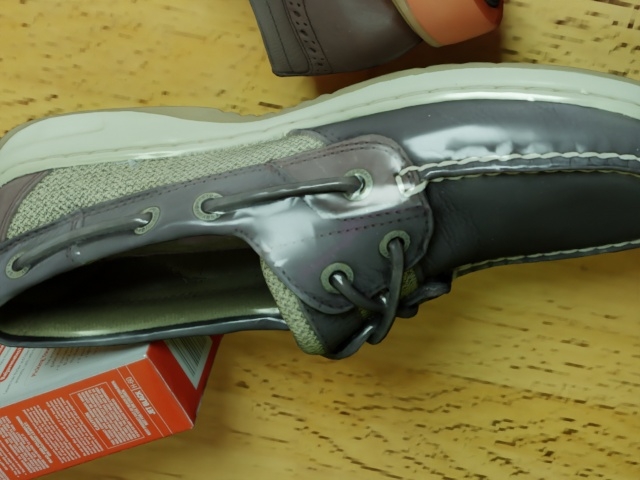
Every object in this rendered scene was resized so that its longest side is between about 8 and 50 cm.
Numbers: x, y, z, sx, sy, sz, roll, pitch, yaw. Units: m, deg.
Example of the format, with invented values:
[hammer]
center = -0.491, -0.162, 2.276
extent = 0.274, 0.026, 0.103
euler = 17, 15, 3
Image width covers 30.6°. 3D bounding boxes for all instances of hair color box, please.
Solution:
[hair color box]
center = -0.118, 0.066, 0.526
extent = 0.141, 0.072, 0.043
euler = -19, 117, 20

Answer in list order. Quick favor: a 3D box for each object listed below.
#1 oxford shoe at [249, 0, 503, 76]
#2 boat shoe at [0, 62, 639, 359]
[oxford shoe]
center = -0.038, -0.165, 0.362
extent = 0.098, 0.097, 0.271
euler = -18, 117, 25
[boat shoe]
center = 0.000, 0.000, 0.441
extent = 0.285, 0.092, 0.103
euler = -2, 149, 13
